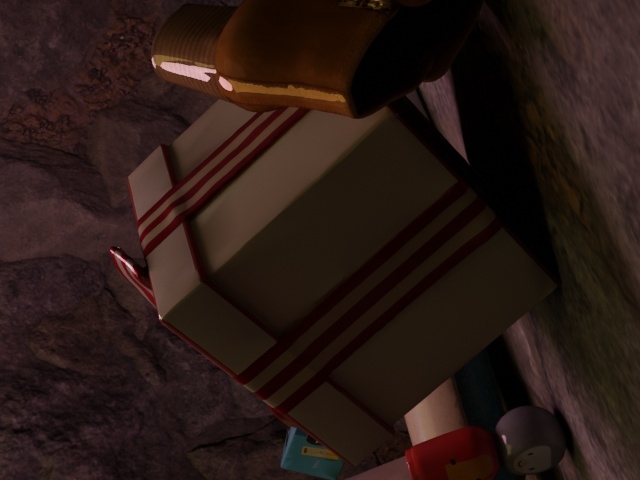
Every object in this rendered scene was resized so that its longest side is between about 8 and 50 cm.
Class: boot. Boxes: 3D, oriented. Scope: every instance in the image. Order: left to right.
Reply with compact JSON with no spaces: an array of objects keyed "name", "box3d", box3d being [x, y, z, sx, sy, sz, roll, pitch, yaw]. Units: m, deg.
[{"name":"boot","box3d":[0.032,-0.193,0.886,0.211,0.295,0.104,14,144,36]}]

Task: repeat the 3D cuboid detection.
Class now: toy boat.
[{"name":"toy boat","box3d":[0.165,0.196,1.257,0.318,0.148,0.268,-29,-77,-86]}]

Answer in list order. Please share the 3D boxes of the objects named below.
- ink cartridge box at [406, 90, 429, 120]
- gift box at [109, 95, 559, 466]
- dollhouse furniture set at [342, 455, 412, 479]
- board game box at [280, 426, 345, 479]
[{"name":"ink cartridge box","box3d":[0.065,-0.047,1.230,0.127,0.128,0.176,81,167,-75]},{"name":"gift box","box3d":[0.000,0.000,0.995,0.255,0.258,0.276,43,-170,-27]},{"name":"dollhouse furniture set","box3d":[0.177,0.521,1.928,0.394,0.256,0.362,-117,6,-63]},{"name":"board game box","box3d":[0.031,0.104,1.439,0.336,0.079,0.254,108,175,-58]}]
